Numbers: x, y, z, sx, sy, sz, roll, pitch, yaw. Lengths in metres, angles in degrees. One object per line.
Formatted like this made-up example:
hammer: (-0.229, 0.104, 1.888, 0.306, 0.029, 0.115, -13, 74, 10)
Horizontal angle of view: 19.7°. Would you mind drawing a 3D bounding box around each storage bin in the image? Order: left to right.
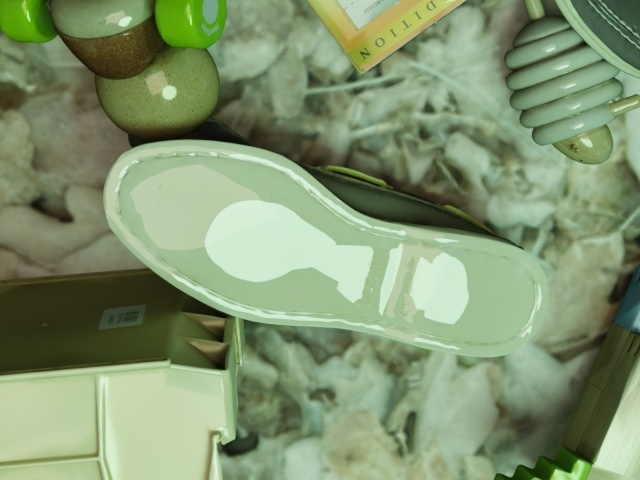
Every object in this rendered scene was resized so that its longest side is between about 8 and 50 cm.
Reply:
storage bin: (-0.184, 0.112, 1.275, 0.260, 0.262, 0.123, -5, 102, 0)

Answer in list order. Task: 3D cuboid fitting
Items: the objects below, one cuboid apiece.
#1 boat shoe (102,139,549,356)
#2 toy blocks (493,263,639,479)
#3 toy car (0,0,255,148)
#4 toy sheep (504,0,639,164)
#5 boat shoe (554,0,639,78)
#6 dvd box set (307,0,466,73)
boat shoe: (0.000, 0.000, 1.309, 0.324, 0.097, 0.116, 15, 101, -14)
toy blocks: (0.346, 0.133, 1.350, 0.381, 0.191, 0.260, 23, 92, -7)
toy car: (-0.109, -0.129, 1.287, 0.155, 0.149, 0.188, 5, 135, 26)
toy sheep: (0.174, -0.116, 1.313, 0.091, 0.091, 0.132, -21, 89, 5)
boat shoe: (0.283, -0.137, 1.273, 0.285, 0.092, 0.102, 34, 76, -22)
dvd box set: (0.028, -0.369, 1.254, 0.308, 0.062, 0.420, -36, 102, 8)
